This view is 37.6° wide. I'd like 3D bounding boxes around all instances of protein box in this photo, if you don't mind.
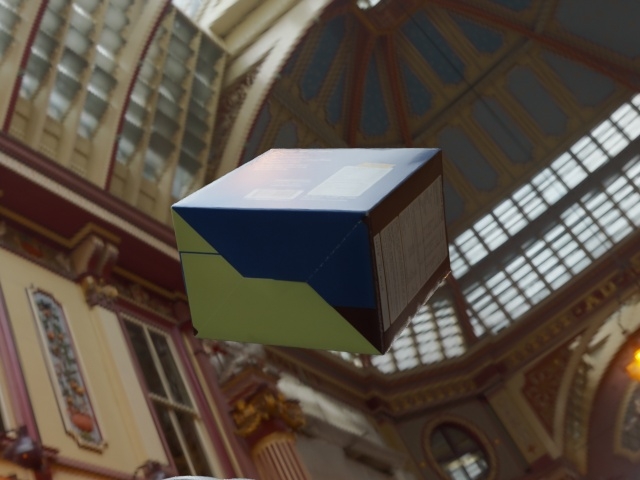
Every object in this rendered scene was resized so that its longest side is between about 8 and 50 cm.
[{"bbox_3d":[0.000,0.000,0.915,0.201,0.199,0.136,-39,-53,-58],"label":"protein box"}]

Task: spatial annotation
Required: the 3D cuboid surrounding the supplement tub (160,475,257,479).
[{"bbox_3d":[-0.111,0.250,0.571,0.191,0.191,0.272,-43,-20,16],"label":"supplement tub"}]
